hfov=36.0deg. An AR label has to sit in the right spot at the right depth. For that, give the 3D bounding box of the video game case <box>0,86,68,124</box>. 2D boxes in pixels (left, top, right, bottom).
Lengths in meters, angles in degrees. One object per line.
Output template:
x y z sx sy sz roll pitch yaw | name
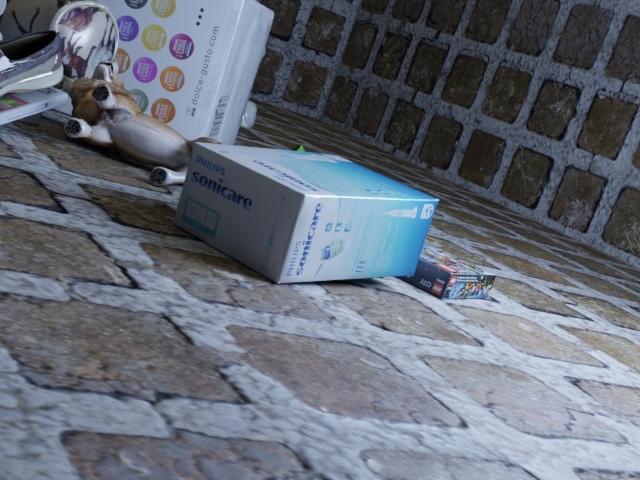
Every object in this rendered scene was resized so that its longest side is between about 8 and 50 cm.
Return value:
-0.551 -0.242 1.607 0.201 0.023 0.183 24 32 23 | video game case

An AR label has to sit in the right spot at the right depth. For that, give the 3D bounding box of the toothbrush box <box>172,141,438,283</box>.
-0.016 -0.040 1.363 0.216 0.126 0.296 27 17 36 | toothbrush box

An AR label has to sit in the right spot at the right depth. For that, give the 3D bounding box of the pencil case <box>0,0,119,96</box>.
-0.589 -0.392 1.893 0.410 0.183 0.160 15 -18 31 | pencil case

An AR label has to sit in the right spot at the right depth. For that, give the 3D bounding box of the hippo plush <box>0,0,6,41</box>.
-0.724 -0.402 1.710 0.237 0.234 0.294 27 4 39 | hippo plush

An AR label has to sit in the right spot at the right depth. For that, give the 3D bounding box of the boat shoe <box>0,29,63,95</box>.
-0.528 -0.275 1.552 0.103 0.092 0.285 30 35 29 | boat shoe

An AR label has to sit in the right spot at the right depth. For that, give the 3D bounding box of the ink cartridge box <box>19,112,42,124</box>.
-0.541 -0.250 1.749 0.089 0.052 0.122 15 13 -23 | ink cartridge box

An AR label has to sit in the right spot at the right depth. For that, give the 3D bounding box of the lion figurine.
-0.278 -0.169 1.672 0.392 0.142 0.240 35 4 7 | lion figurine

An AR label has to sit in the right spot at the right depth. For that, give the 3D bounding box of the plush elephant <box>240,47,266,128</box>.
-0.331 -0.419 2.478 0.330 0.271 0.255 -10 -28 43 | plush elephant

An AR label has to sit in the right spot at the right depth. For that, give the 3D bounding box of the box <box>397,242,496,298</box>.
0.146 0.029 1.588 0.233 0.044 0.159 26 12 32 | box

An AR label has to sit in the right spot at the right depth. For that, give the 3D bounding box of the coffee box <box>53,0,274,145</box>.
-0.327 -0.392 2.083 0.335 0.337 0.338 19 10 4 | coffee box

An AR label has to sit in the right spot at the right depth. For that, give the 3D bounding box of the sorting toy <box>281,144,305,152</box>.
-0.042 -0.088 1.791 0.126 0.127 0.365 48 3 -10 | sorting toy
